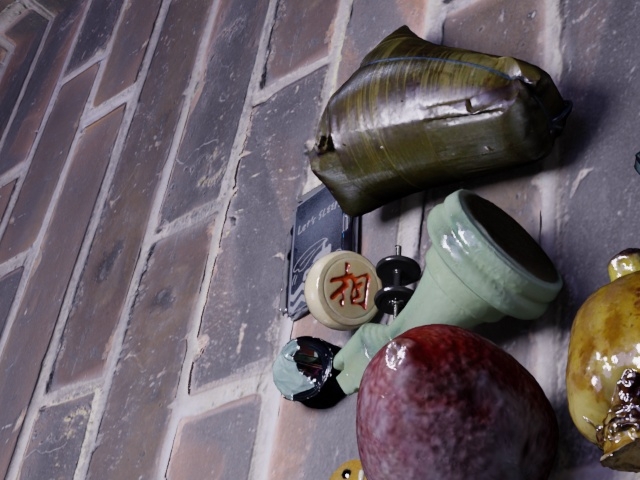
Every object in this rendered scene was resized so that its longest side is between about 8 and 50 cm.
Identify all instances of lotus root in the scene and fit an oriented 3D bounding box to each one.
[{"bbox_3d":[0.354,0.126,1.121,0.169,0.141,0.314,-22,35,34],"label":"lotus root"}]

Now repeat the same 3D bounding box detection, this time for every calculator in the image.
[{"bbox_3d":[0.000,0.000,1.758,0.166,0.028,0.274,-31,37,34],"label":"calculator"}]

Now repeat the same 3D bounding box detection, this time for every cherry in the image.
[{"bbox_3d":[0.149,0.215,1.174,0.230,0.300,0.203,-39,26,-14],"label":"cherry"}]

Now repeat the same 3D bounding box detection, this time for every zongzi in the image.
[{"bbox_3d":[0.215,-0.258,1.612,0.403,0.208,0.432,-11,39,38],"label":"zongzi"}]

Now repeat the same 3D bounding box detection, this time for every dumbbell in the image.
[{"bbox_3d":[0.114,0.066,1.523,0.069,0.069,0.147,-26,42,34],"label":"dumbbell"}]

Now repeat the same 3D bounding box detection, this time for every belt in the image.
[{"bbox_3d":[-0.012,0.200,1.563,0.140,0.058,0.105,11,74,49],"label":"belt"}]

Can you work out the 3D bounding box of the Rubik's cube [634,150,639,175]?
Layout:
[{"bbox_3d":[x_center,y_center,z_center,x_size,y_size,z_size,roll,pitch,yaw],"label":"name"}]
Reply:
[{"bbox_3d":[0.471,-0.055,1.124,0.163,0.162,0.160,-40,37,17],"label":"Rubik's cube"}]

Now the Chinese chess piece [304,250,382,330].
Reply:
[{"bbox_3d":[0.035,0.076,1.560,0.051,0.122,0.122,-14,48,63],"label":"Chinese chess piece"}]

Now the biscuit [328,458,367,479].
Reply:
[{"bbox_3d":[0.089,0.334,1.343,0.240,0.035,0.158,-5,54,48],"label":"biscuit"}]

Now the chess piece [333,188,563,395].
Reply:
[{"bbox_3d":[0.151,0.098,1.365,0.299,0.194,0.194,-48,33,22],"label":"chess piece"}]
